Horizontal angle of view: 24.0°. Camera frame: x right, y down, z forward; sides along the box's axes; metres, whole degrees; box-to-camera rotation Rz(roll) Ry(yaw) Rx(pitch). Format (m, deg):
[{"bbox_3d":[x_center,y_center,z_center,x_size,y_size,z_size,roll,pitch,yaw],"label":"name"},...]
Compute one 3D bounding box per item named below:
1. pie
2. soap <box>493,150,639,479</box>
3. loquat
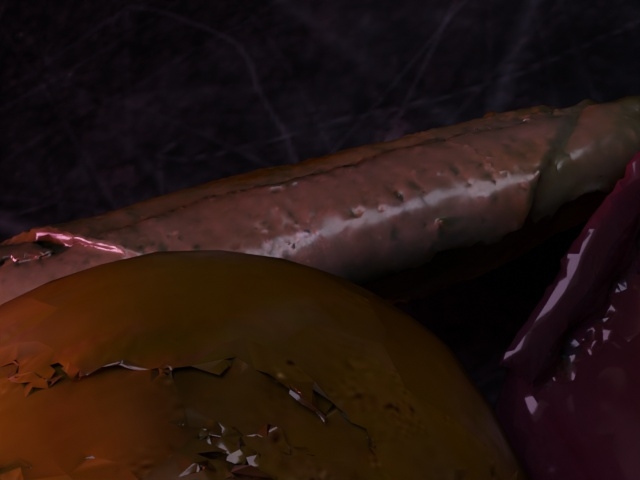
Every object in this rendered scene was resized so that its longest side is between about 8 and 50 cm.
[{"bbox_3d":[0.000,0.000,0.564,0.282,0.128,0.068,-17,89,1],"label":"pie"},{"bbox_3d":[0.197,0.026,0.489,0.289,0.112,0.182,-29,57,1],"label":"soap"},{"bbox_3d":[-0.043,0.120,0.436,0.235,0.235,0.235,-10,57,15],"label":"loquat"}]
